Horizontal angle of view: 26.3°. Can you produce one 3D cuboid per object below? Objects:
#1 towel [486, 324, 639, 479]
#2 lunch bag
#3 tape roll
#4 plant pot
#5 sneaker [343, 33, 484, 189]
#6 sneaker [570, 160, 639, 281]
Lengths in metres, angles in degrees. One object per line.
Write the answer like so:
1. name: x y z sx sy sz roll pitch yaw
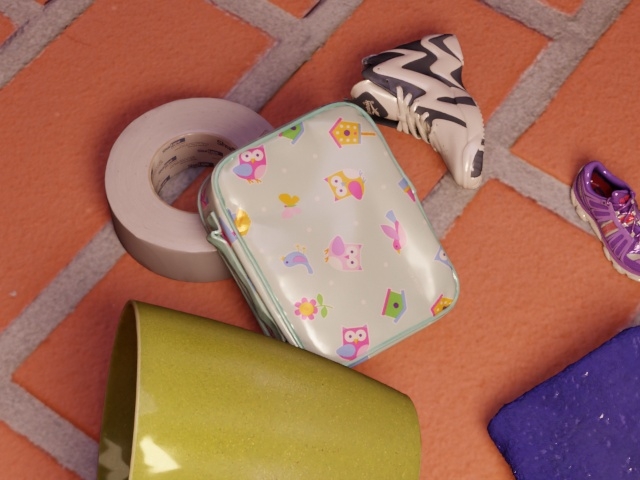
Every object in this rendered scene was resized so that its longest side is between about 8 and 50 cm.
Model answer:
1. towel: 0.333 0.259 1.384 0.228 0.076 0.308 -33 64 9
2. lunch bag: 0.000 0.000 1.502 0.224 0.108 0.279 -29 88 -16
3. tape roll: -0.142 -0.061 1.610 0.219 0.072 0.219 0 59 1
4. plant pot: -0.059 0.211 1.360 0.293 0.275 0.274 7 58 -14
5. sneaker: 0.108 -0.150 1.652 0.153 0.094 0.235 -8 59 -3
6. sneaker: 0.351 -0.022 1.587 0.068 0.071 0.170 -30 64 -17
